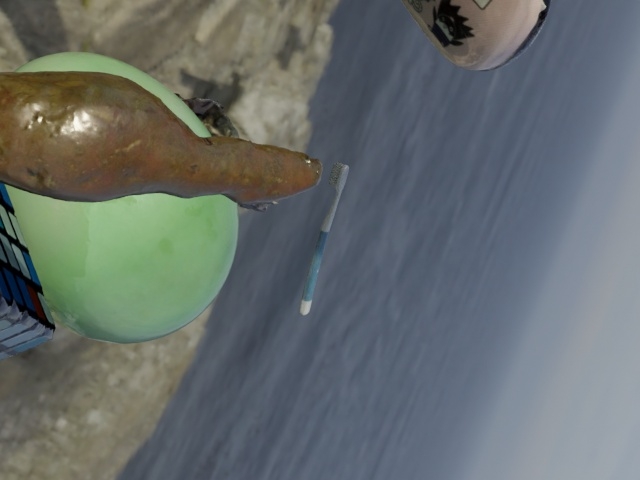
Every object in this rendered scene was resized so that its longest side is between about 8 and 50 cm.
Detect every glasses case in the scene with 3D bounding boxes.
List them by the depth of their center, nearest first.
[{"bbox_3d":[0.082,-0.276,0.950,0.075,0.314,0.122,-11,157,-39],"label":"glasses case"}]

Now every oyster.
[{"bbox_3d":[-0.198,-0.126,1.779,0.100,0.275,0.271,-38,-177,-38],"label":"oyster"}]

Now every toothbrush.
[{"bbox_3d":[0.000,0.000,1.834,0.019,0.025,0.275,-26,140,-49],"label":"toothbrush"}]

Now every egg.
[{"bbox_3d":[-0.191,-0.038,1.061,0.269,0.220,0.220,65,25,-9],"label":"egg"}]

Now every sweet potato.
[{"bbox_3d":[-0.110,-0.055,0.669,0.075,0.270,0.074,-24,-117,59],"label":"sweet potato"}]

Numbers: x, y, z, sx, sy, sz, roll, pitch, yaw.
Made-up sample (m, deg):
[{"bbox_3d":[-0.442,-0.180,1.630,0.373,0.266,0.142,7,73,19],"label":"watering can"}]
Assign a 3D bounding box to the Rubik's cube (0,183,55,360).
[{"bbox_3d":[-0.322,0.013,0.871,0.187,0.182,0.184,-22,168,-6],"label":"Rubik's cube"}]
